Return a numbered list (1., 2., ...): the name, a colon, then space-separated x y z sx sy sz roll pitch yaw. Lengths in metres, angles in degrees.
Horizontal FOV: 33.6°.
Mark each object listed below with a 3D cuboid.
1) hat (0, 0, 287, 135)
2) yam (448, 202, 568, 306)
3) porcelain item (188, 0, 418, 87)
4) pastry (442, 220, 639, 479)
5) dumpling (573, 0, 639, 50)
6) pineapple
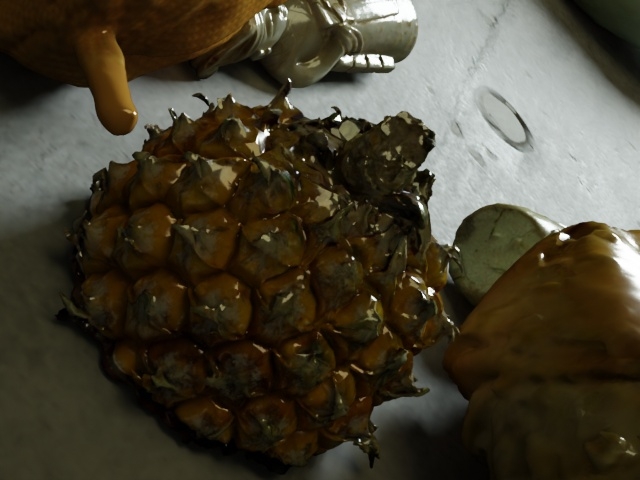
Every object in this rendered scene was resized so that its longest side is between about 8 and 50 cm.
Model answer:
1. hat: -0.080 -0.148 0.470 0.233 0.244 0.233 14 56 -28
2. yam: 0.236 0.070 0.720 0.371 0.083 0.083 25 38 -33
3. porcelain item: -0.010 -0.138 0.665 0.084 0.054 0.213 58 33 5
4. pastry: 0.186 0.132 0.507 0.255 0.162 0.311 15 33 -27
5. dumpling: 0.378 -0.331 1.221 0.320 0.212 0.270 37 -6 8
6. pineapple: -0.001 -0.003 0.450 0.176 0.137 0.161 35 34 -19
